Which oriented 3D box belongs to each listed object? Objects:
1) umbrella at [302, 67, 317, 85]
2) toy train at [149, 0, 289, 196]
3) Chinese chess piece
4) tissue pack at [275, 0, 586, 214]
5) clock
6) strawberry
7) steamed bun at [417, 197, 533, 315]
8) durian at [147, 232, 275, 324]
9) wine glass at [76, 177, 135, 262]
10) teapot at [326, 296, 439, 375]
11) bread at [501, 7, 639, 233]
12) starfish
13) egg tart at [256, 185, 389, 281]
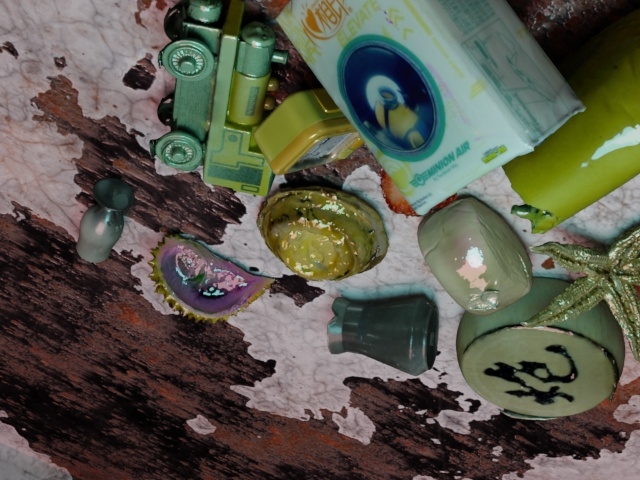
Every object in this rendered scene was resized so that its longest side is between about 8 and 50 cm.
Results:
[{"bbox_3d":[0.042,-0.294,1.406,0.165,0.025,0.027,-9,154,26],"label":"umbrella"},{"bbox_3d":[-0.167,-0.254,1.425,0.237,0.150,0.369,10,137,-7],"label":"toy train"},{"bbox_3d":[0.463,0.236,1.743,0.349,0.146,0.349,10,136,9],"label":"Chinese chess piece"},{"bbox_3d":[0.141,-0.260,1.178,0.388,0.162,0.287,54,148,-1],"label":"tissue pack"},{"bbox_3d":[-0.001,-0.190,1.392,0.143,0.202,0.096,-36,78,41],"label":"clock"},{"bbox_3d":[0.179,-0.133,1.506,0.167,0.087,0.208,53,154,-10],"label":"strawberry"},{"bbox_3d":[0.296,0.044,1.582,0.170,0.152,0.238,-30,115,34],"label":"steamed bun"},{"bbox_3d":[-0.272,0.104,1.818,0.260,0.186,0.154,37,128,-4],"label":"durian"},{"bbox_3d":[-0.467,-0.038,1.762,0.093,0.093,0.202,24,136,-10],"label":"wine glass"},{"bbox_3d":[0.142,0.203,1.808,0.225,0.171,0.203,6,167,20],"label":"teapot"},{"bbox_3d":[0.439,-0.197,1.246,0.208,0.251,0.376,47,133,-8],"label":"bread"},{"bbox_3d":[0.549,0.054,1.544,0.358,0.078,0.347,29,109,-15],"label":"starfish"},{"bbox_3d":[0.000,0.000,1.671,0.279,0.095,0.279,7,137,7],"label":"egg tart"}]
